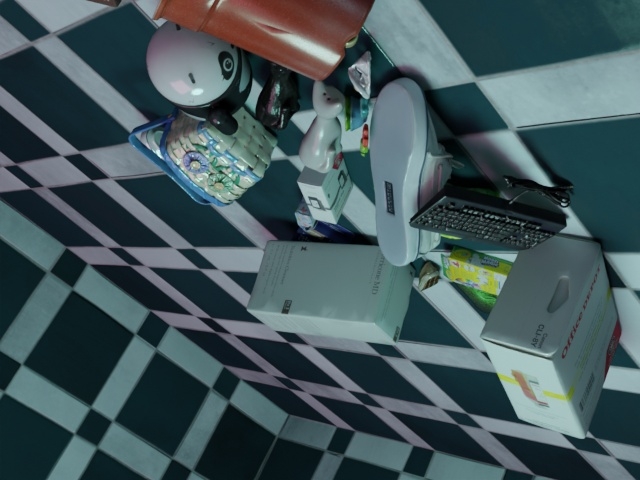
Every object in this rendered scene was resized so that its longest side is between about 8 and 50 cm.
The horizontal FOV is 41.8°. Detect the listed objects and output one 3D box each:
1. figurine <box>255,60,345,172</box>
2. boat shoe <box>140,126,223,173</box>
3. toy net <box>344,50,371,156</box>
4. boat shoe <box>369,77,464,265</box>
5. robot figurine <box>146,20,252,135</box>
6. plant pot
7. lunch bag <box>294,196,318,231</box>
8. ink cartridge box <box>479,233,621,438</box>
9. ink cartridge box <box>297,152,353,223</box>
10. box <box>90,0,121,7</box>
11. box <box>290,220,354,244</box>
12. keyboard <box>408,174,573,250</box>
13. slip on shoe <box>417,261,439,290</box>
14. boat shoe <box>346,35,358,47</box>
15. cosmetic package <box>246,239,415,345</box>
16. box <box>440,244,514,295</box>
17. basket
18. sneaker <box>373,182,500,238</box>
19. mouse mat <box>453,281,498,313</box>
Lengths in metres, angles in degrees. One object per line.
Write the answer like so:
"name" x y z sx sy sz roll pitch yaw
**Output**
"figurine" -0.032 -0.260 1.577 0.215 0.092 0.209 46 157 19
"boat shoe" -0.327 -0.209 2.096 0.258 0.095 0.084 31 155 -35
"toy net" 0.066 -0.248 1.508 0.045 0.122 0.232 0 157 1
"boat shoe" 0.194 -0.135 1.569 0.136 0.156 0.367 29 131 49
"robot figurine" -0.218 -0.319 1.567 0.209 0.174 0.278 29 180 6
"plant pot" -0.068 -0.383 1.229 0.265 0.272 0.272 26 159 -16
"lunch bag" -0.024 -0.069 2.051 0.053 0.071 0.083 17 153 15
"ink cartridge box" 0.495 0.199 1.759 0.160 0.279 0.385 13 152 34
"ink cartridge box" 0.013 -0.123 1.843 0.063 0.109 0.150 14 154 23
"box" -0.366 -0.514 1.332 0.167 0.203 0.168 18 156 22
"box" 0.000 0.000 2.217 0.136 0.036 0.225 29 156 -2
"keyboard" 0.337 -0.051 1.539 0.317 0.033 0.201 10 141 -33
"slip on shoe" 0.267 0.092 2.101 0.135 0.051 0.041 85 161 -73
"boat shoe" 0.005 -0.354 1.443 0.153 0.056 0.048 15 163 33
"cosmetic package" 0.028 0.129 2.143 0.385 0.217 0.156 0 154 32
"box" 0.366 0.072 1.934 0.179 0.043 0.105 16 151 22
"basket" -0.266 -0.199 1.882 0.289 0.201 0.254 -15 133 46
"sneaker" 0.223 -0.079 1.698 0.295 0.109 0.123 6 152 43
"mouse mat" 0.412 0.133 2.063 0.152 0.007 0.189 -1 143 50
